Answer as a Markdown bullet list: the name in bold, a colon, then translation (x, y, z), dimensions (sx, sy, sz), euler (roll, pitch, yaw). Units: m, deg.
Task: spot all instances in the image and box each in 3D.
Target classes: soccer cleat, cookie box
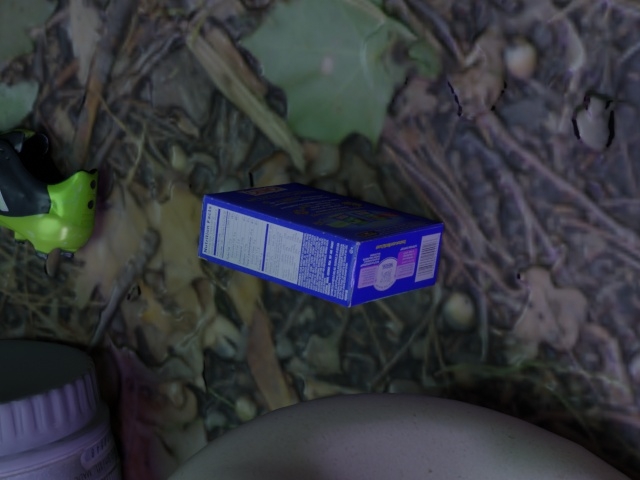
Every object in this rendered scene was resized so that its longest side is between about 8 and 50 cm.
- **soccer cleat**: translation (-0.222, -0.047, 1.102), dimensions (0.179, 0.060, 0.072), euler (22, 102, 23)
- **cookie box**: translation (0.000, 0.000, 0.929), dimensions (0.107, 0.092, 0.040), euler (17, 106, 32)

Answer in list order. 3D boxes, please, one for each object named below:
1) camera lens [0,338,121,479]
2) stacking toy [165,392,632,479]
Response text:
- **camera lens**: translation (-0.233, 0.219, 1.061), dimensions (0.219, 0.219, 0.274), euler (4, 102, 35)
- **stacking toy**: translation (0.009, 0.347, 0.891), dimensions (0.350, 0.351, 0.479), euler (42, 133, 21)
